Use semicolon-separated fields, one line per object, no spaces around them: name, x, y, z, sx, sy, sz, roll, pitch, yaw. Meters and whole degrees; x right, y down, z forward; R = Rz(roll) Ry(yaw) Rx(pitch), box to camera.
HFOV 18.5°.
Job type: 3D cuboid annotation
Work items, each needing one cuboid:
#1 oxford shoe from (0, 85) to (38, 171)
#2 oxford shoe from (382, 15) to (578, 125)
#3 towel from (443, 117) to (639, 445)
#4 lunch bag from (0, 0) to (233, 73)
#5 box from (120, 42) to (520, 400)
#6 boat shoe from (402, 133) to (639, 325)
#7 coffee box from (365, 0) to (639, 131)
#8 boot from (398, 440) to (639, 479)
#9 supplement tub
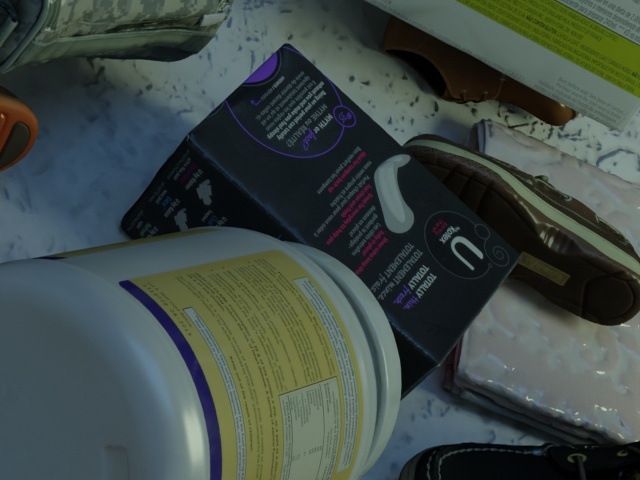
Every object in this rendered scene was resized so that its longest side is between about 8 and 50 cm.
oxford shoe;-0.388;-0.133;1.481;0.364;0.130;0.132;11;45;-28
oxford shoe;0.153;-0.158;1.906;0.212;0.076;0.076;27;71;-9
towel;0.270;0.066;1.817;0.332;0.053;0.317;24;49;-16
lunch bag;-0.226;-0.250;1.576;0.256;0.212;0.305;54;27;11
box;0.000;0.000;1.622;0.270;0.143;0.165;42;47;0
boat shoe;0.174;-0.020;1.736;0.257;0.095;0.095;34;33;-13
coffee box;0.217;-0.372;1.849;0.338;0.334;0.337;26;28;-15
boot;0.282;0.186;1.571;0.377;0.284;0.138;18;50;-23
supplement tub;-0.108;0.116;1.355;0.241;0.241;0.331;55;27;13
